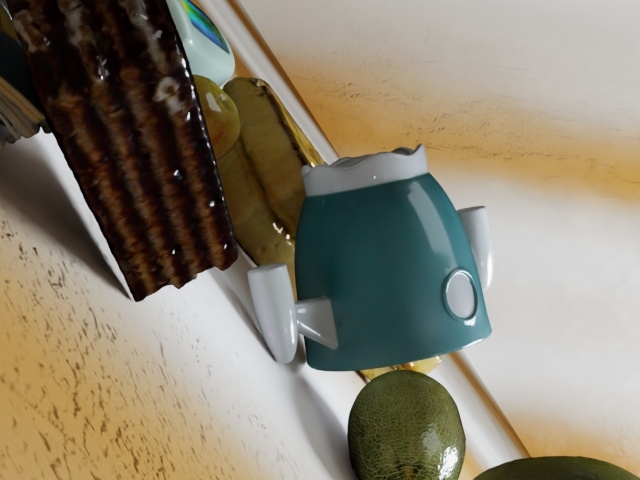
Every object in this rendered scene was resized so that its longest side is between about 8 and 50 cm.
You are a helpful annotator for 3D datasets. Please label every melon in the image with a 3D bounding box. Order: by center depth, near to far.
[{"bbox_3d":[0.069,0.161,0.981,0.099,0.099,0.162,55,8,-11],"label":"melon"}]

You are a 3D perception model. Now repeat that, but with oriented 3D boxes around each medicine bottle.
[{"bbox_3d":[-0.144,-0.193,1.162,0.121,0.083,0.229,47,6,9],"label":"medicine bottle"}]

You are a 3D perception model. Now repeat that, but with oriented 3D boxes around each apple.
[{"bbox_3d":[-0.110,-0.107,1.058,0.084,0.071,0.084,55,7,-10],"label":"apple"}]

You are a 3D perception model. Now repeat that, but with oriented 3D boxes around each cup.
[{"bbox_3d":[0.053,0.010,1.049,0.299,0.167,0.173,-15,97,-45],"label":"cup"}]

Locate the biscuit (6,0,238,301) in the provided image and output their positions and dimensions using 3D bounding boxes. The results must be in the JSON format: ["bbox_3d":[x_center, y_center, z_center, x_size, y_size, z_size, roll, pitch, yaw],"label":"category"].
[{"bbox_3d":[-0.099,-0.062,0.637,0.252,0.070,0.106,85,-16,-67],"label":"biscuit"}]

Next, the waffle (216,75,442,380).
[{"bbox_3d":[0.000,0.000,1.261,0.328,0.098,0.224,53,9,-42],"label":"waffle"}]

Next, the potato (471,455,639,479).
[{"bbox_3d":[0.221,0.306,0.994,0.307,0.210,0.173,-104,-158,-51],"label":"potato"}]

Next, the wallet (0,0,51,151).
[{"bbox_3d":[-0.208,-0.159,0.618,0.170,0.069,0.231,49,16,-54],"label":"wallet"}]
